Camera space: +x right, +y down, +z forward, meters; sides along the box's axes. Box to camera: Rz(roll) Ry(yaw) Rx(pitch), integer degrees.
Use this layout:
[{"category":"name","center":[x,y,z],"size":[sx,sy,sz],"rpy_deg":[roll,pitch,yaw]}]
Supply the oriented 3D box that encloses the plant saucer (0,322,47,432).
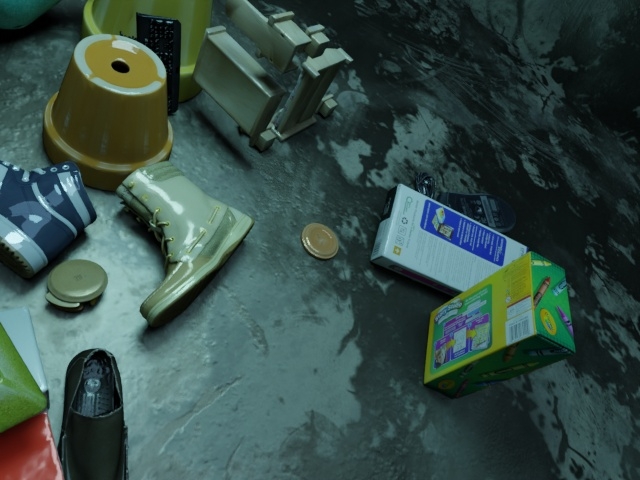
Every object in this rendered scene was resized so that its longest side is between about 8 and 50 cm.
[{"category":"plant saucer","center":[-0.414,0.136,0.451],"size":[0.188,0.045,0.189],"rpy_deg":[43,42,21]}]

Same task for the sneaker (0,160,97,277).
[{"category":"sneaker","center":[-0.456,-0.092,0.640],"size":[0.282,0.099,0.153],"rpy_deg":[45,52,-7]}]

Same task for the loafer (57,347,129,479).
[{"category":"loafer","center":[-0.277,0.231,0.546],"size":[0.080,0.078,0.219],"rpy_deg":[-3,61,-33]}]

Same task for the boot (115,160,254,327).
[{"category":"boot","center":[-0.248,-0.008,0.715],"size":[0.204,0.095,0.262],"rpy_deg":[38,46,-5]}]

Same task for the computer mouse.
[{"category":"computer mouse","center":[0.362,-0.068,1.152],"size":[0.273,0.072,0.188],"rpy_deg":[8,57,-12]}]

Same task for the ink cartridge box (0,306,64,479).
[{"category":"ink cartridge box","center":[-0.428,0.205,0.451],"size":[0.275,0.060,0.238],"rpy_deg":[-11,51,-36]}]

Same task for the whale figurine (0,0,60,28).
[{"category":"whale figurine","center":[-0.509,-0.460,0.799],"size":[0.272,0.216,0.141],"rpy_deg":[-20,112,-20]}]

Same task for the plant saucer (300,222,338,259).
[{"category":"plant saucer","center":[0.000,0.000,0.916],"size":[0.084,0.013,0.083],"rpy_deg":[16,52,-22]}]

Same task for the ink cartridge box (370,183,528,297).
[{"category":"ink cartridge box","center":[0.299,0.029,1.013],"size":[0.371,0.069,0.175],"rpy_deg":[22,69,-14]}]

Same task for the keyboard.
[{"category":"keyboard","center":[-0.306,-0.308,0.820],"size":[0.100,0.192,0.038],"rpy_deg":[-1,50,-19]}]

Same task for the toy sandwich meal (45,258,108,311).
[{"category":"toy sandwich meal","center":[-0.350,0.064,0.651],"size":[0.086,0.029,0.085],"rpy_deg":[15,43,-15]}]

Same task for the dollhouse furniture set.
[{"category":"dollhouse furniture set","center":[-0.064,-0.375,0.937],"size":[0.174,0.303,0.355],"rpy_deg":[45,47,4]}]

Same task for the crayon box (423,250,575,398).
[{"category":"crayon box","center":[0.305,0.161,0.814],"size":[0.081,0.278,0.165],"rpy_deg":[28,50,-11]}]

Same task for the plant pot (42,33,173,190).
[{"category":"plant pot","center":[-0.335,-0.217,0.741],"size":[0.205,0.188,0.205],"rpy_deg":[16,53,-22]}]

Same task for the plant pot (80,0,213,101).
[{"category":"plant pot","center":[-0.314,-0.441,0.873],"size":[0.254,0.239,0.253],"rpy_deg":[16,53,-23]}]
